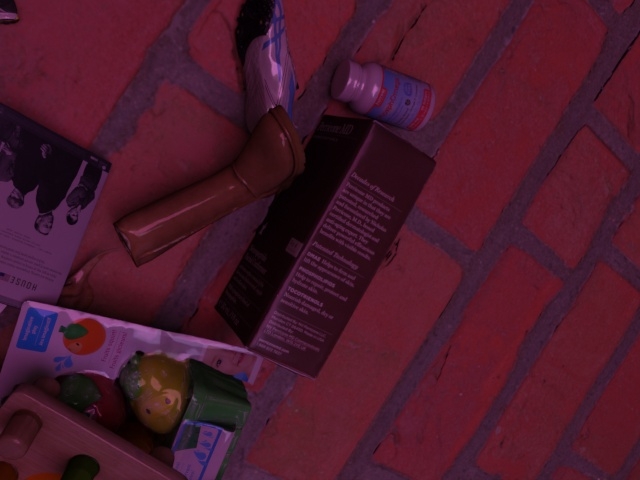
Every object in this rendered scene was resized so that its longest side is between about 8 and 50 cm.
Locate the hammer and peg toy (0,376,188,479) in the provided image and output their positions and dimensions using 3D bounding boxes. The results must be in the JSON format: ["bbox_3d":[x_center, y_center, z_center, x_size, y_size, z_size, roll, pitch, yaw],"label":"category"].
[{"bbox_3d":[-0.307,0.370,0.857,0.361,0.127,0.266,38,107,-15],"label":"hammer and peg toy"}]

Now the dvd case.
[{"bbox_3d":[-0.397,-0.036,0.864,0.179,0.030,0.238,32,69,-45],"label":"dvd case"}]

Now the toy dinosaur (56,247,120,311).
[{"bbox_3d":[-0.377,0.073,0.965,0.093,0.053,0.183,20,101,-41],"label":"toy dinosaur"}]

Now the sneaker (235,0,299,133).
[{"bbox_3d":[-0.075,-0.273,0.995,0.086,0.085,0.237,-13,107,-44],"label":"sneaker"}]

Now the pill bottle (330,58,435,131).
[{"bbox_3d":[0.102,-0.241,1.068,0.160,0.087,0.087,13,97,-25],"label":"pill bottle"}]

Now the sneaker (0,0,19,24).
[{"bbox_3d":[-0.442,-0.305,0.854,0.083,0.031,0.035,-4,90,-27],"label":"sneaker"}]

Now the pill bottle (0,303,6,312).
[{"bbox_3d":[-0.508,0.033,0.857,0.108,0.108,0.193,-48,115,-7],"label":"pill bottle"}]

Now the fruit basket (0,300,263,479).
[{"bbox_3d":[-0.294,0.272,0.949,0.353,0.165,0.327,16,105,-31],"label":"fruit basket"}]

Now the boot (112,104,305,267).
[{"bbox_3d":[-0.161,-0.066,0.928,0.270,0.236,0.089,-28,76,-17],"label":"boot"}]

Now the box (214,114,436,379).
[{"bbox_3d":[0.000,0.000,1.023,0.143,0.191,0.381,31,88,-26],"label":"box"}]
